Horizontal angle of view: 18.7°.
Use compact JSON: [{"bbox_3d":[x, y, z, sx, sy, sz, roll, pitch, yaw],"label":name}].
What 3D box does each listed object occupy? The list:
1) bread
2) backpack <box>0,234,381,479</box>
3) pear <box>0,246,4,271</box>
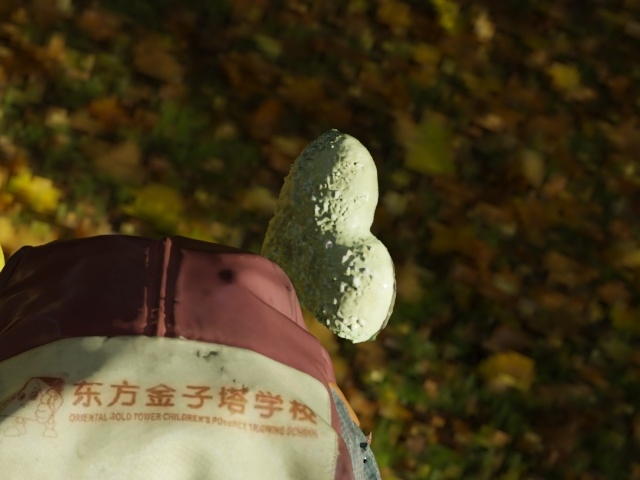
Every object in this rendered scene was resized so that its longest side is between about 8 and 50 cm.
[{"bbox_3d":[0.000,0.000,2.099,0.064,0.232,0.172,-3,-9,-44],"label":"bread"},{"bbox_3d":[-0.113,0.115,1.241,0.283,0.197,0.317,7,29,-7],"label":"backpack"},{"bbox_3d":[-0.445,0.052,2.156,0.197,0.197,0.197,17,26,-8],"label":"pear"}]
